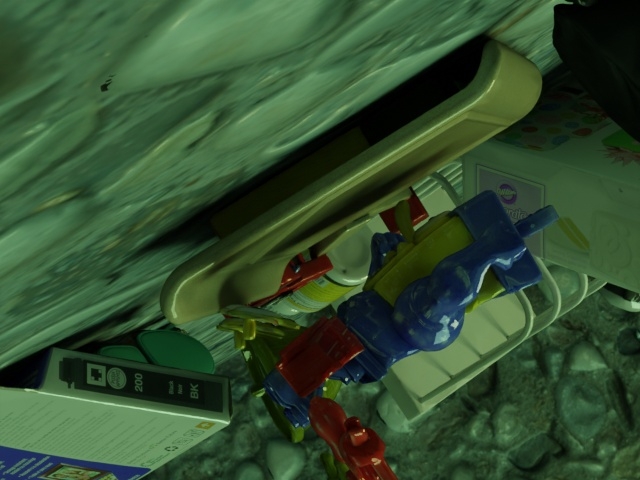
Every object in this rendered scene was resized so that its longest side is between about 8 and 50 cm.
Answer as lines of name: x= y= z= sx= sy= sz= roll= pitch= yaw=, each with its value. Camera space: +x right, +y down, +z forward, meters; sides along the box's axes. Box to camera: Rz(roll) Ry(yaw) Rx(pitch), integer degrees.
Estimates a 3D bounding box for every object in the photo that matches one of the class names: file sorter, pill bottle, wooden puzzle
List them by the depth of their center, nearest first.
wooden puzzle: x=0.024 y=-0.041 z=0.849 sx=0.239 sy=0.044 sz=0.221 roll=-36 pitch=174 yaw=14
pill bottle: x=-0.004 y=0.025 z=1.224 sx=0.065 sy=0.065 sz=0.116 roll=-27 pitch=175 yaw=-37
file sorter: x=0.156 y=0.013 z=1.356 sx=0.173 sy=0.193 sz=0.278 roll=-37 pitch=173 yaw=34

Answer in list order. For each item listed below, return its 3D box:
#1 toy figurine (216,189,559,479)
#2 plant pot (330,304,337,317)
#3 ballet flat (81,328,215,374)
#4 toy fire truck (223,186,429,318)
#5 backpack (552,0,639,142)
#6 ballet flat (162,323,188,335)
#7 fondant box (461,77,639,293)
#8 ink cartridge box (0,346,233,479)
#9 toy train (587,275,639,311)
toy figurine: x=0.075 y=0.064 z=0.907 sx=0.217 sy=0.191 sz=0.362 roll=-39 pitch=176 yaw=-9
plant pot: x=0.105 y=0.050 z=1.710 sx=0.165 sy=0.167 sz=0.167 roll=-25 pitch=180 yaw=35
ballet flat: x=-0.160 y=0.115 z=1.176 sx=0.074 sy=0.074 sz=0.203 roll=-32 pitch=169 yaw=17
toy fire truck: x=0.000 y=0.000 z=1.073 sx=0.135 sy=0.047 sz=0.192 roll=-32 pitch=175 yaw=19
backpack: x=0.215 y=-0.117 z=0.675 sx=0.182 sy=0.152 sz=0.115 roll=-42 pitch=-178 yaw=-5
ballet flat: x=-0.202 y=0.151 z=1.304 sx=0.206 sy=0.067 sz=0.073 roll=-29 pitch=176 yaw=-20
fondant box: x=0.312 y=-0.072 z=1.193 sx=0.238 sy=0.096 sz=0.330 roll=22 pitch=-145 yaw=39
ink cartridge box: x=-0.208 y=0.141 z=1.048 sx=0.208 sy=0.045 sz=0.206 roll=14 pitch=146 yaw=-36
toy train: x=0.405 y=-0.074 z=1.644 sx=0.190 sy=0.142 sz=0.334 roll=-61 pitch=174 yaw=-76
